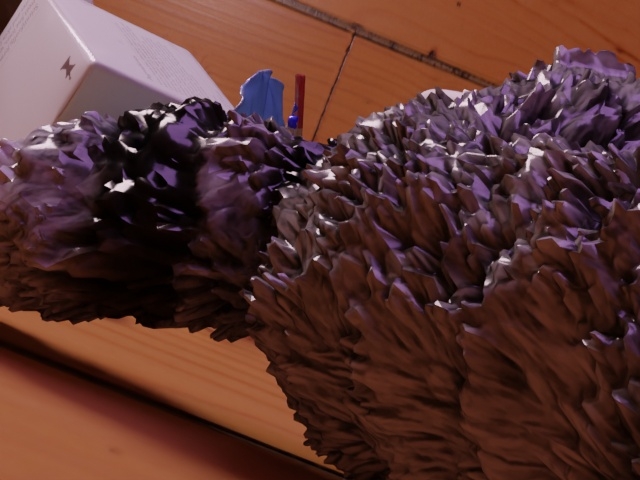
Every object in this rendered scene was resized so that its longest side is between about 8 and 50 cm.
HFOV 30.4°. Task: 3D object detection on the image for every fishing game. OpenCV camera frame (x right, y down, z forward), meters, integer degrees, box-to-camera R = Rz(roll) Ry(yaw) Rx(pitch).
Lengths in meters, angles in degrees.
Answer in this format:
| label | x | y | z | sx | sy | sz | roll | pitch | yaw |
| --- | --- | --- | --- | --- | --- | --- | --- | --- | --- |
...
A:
| label | x | y | z | sx | sy | sz | roll | pitch | yaw |
| --- | --- | --- | --- | --- | --- | --- | --- | --- | --- |
| fishing game | -0.056 | -0.034 | 0.873 | 0.041 | 0.189 | 0.264 | 6 | 19 | 11 |

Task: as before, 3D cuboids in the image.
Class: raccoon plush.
| label | x | y | z | sx | sy | sz | roll | pitch | yaw |
| --- | --- | --- | --- | --- | --- | --- | --- | --- | --- |
| raccoon plush | 0.039 | 0.064 | 0.387 | 0.446 | 0.216 | 0.299 | -7 | 13 | 8 |

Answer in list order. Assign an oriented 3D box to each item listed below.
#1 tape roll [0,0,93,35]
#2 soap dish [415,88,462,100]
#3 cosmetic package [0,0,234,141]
| label | x | y | z | sx | sy | sz | roll | pitch | yaw |
| --- | --- | --- | --- | --- | --- | --- | --- | --- | --- |
| tape roll | -0.358 | -0.202 | 1.110 | 0.246 | 0.246 | 0.169 | 20 | 3 | -46 |
| soap dish | 0.119 | 0.020 | 0.824 | 0.118 | 0.229 | 0.291 | 40 | -7 | -31 |
| cosmetic package | -0.194 | -0.105 | 1.045 | 0.183 | 0.151 | 0.151 | 21 | 23 | -45 |
